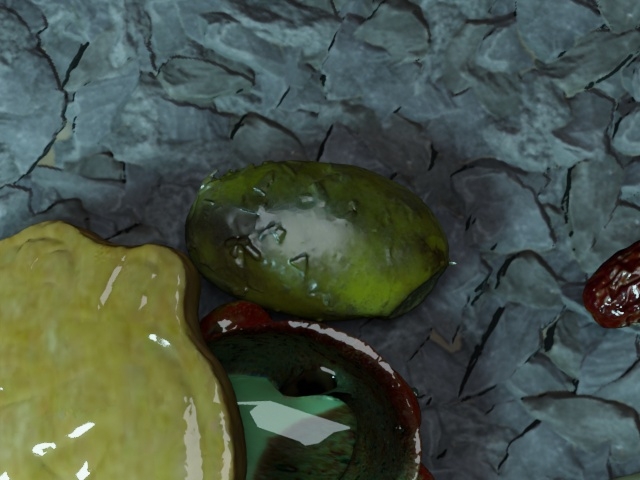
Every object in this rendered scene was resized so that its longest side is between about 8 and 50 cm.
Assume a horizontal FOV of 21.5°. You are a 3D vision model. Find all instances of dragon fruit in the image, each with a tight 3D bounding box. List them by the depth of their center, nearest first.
[{"bbox_3d":[-0.045,0.187,1.474,0.295,0.130,0.268,5,81,4],"label":"dragon fruit"}]

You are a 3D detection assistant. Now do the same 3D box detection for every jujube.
[{"bbox_3d":[0.303,0.036,1.549,0.129,0.077,0.077,-28,75,4],"label":"jujube"}]

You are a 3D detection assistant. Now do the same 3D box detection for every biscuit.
[{"bbox_3d":[-0.246,0.166,1.436,0.385,0.062,0.365,-17,71,21],"label":"biscuit"}]

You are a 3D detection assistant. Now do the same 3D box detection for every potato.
[{"bbox_3d":[0.000,0.000,1.536,0.251,0.113,0.149,9,73,4],"label":"potato"}]

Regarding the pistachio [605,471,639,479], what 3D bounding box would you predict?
[{"bbox_3d":[0.294,0.262,1.449,0.238,0.153,0.137,-13,62,24],"label":"pistachio"}]
